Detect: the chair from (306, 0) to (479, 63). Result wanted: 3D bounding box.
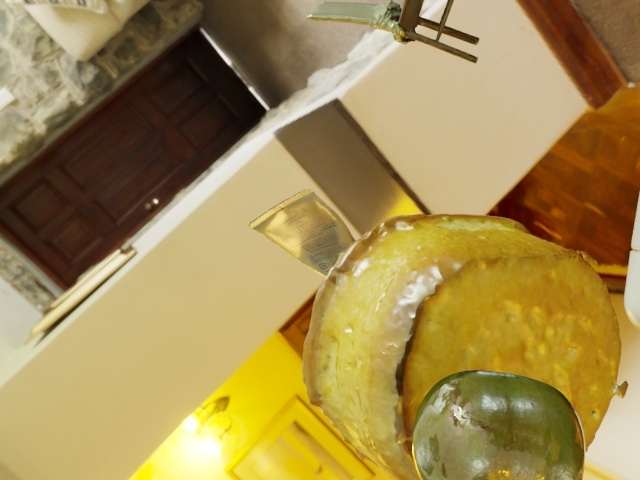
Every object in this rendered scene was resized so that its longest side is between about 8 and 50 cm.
[{"bbox_3d":[0.153,-0.448,1.084,0.319,0.160,0.186,18,125,3],"label":"chair"}]

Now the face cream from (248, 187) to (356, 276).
[{"bbox_3d":[0.000,0.000,0.942,0.224,0.114,0.070,40,-151,-41],"label":"face cream"}]

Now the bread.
[{"bbox_3d":[0.176,0.149,0.776,0.398,0.398,0.215,50,168,-21],"label":"bread"}]

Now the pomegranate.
[{"bbox_3d":[0.154,0.214,0.551,0.152,0.191,0.131,9,-179,-4],"label":"pomegranate"}]

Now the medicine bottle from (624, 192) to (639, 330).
[{"bbox_3d":[0.502,-0.028,0.825,0.130,0.341,0.130,8,-175,-1],"label":"medicine bottle"}]
